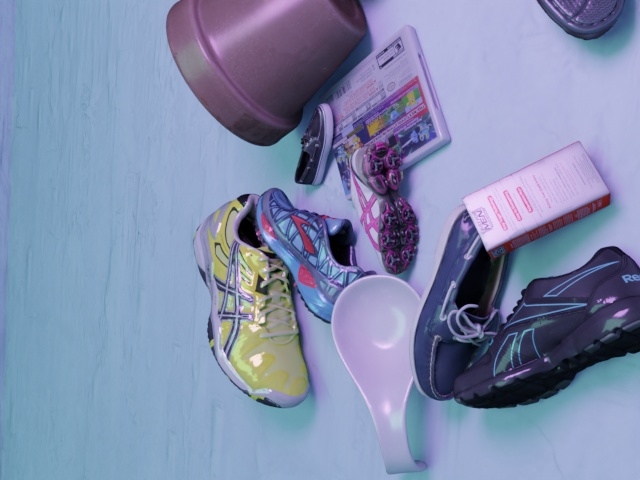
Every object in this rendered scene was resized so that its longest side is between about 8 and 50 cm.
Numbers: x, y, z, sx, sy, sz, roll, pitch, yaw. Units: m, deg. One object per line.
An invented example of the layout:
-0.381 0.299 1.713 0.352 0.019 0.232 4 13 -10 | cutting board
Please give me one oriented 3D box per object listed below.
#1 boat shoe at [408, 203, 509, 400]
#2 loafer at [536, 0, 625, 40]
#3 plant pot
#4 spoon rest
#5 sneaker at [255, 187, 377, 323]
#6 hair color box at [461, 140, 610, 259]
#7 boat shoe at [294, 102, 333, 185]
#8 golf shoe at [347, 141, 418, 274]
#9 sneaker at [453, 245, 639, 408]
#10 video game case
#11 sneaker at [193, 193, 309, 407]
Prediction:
0.180 0.084 0.830 0.079 0.095 0.254 22 98 59 | boat shoe
0.263 -0.336 0.758 0.096 0.084 0.267 -24 73 14 | loafer
-0.062 -0.309 1.017 0.229 0.263 0.263 -28 68 28 | plant pot
0.093 0.183 0.919 0.137 0.084 0.276 -12 83 13 | spoon rest
0.000 0.000 1.051 0.125 0.104 0.262 -47 62 21 | sneaker
0.238 -0.043 0.748 0.141 0.043 0.072 -26 66 13 | hair color box
-0.012 -0.148 1.063 0.049 0.040 0.142 -125 37 -47 | boat shoe
0.085 -0.043 0.952 0.086 0.067 0.186 -6 95 60 | golf shoe
0.254 0.108 0.757 0.267 0.101 0.106 -39 48 35 | sneaker
0.087 -0.181 0.988 0.201 0.023 0.183 -30 67 44 | video game case
-0.110 0.092 1.124 0.147 0.145 0.385 -46 58 39 | sneaker
